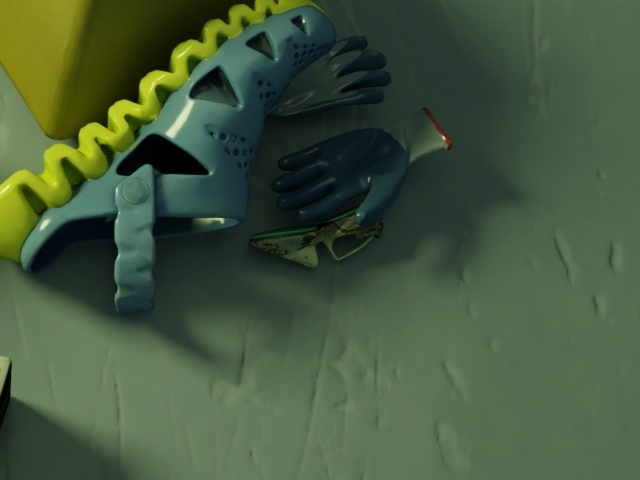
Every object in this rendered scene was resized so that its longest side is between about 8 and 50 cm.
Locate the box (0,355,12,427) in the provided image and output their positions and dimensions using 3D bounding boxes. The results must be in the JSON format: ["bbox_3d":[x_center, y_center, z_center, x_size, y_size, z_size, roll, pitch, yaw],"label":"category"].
[{"bbox_3d":[-0.325,0.201,0.925,0.169,0.087,0.290,16,63,-5],"label":"box"}]

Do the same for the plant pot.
[{"bbox_3d":[-0.161,-0.242,1.096,0.212,0.187,0.212,-27,76,-27],"label":"plant pot"}]

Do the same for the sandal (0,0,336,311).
[{"bbox_3d":[-0.102,-0.061,1.072,0.317,0.126,0.138,-42,84,-10],"label":"sandal"}]

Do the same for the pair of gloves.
[{"bbox_3d":[0.010,-0.093,1.150,0.159,0.023,0.198,-25,59,-17],"label":"pair of gloves"}]

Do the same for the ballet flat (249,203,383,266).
[{"bbox_3d":[0.000,0.000,1.119,0.114,0.041,0.041,-16,71,-18],"label":"ballet flat"}]
